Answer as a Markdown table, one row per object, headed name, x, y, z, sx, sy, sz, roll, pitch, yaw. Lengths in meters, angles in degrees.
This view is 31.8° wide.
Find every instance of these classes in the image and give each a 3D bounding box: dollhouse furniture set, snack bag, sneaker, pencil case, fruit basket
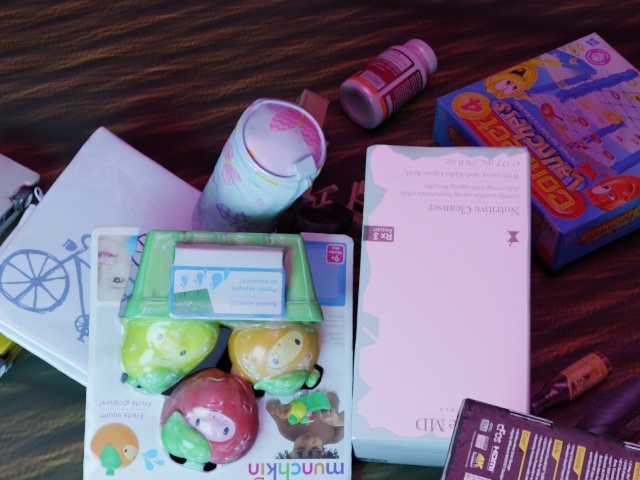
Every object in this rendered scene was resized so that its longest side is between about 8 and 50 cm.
| name | x | y | z | sx | sy | sz | roll | pitch | yaw |
| --- | --- | --- | --- | --- | --- | --- | --- | --- | --- |
| dollhouse furniture set | 0.006 | -0.094 | 1.636 | 0.161 | 0.101 | 0.181 | 26 | 54 | -16 |
| snack bag | -0.249 | 0.039 | 1.481 | 0.323 | 0.037 | 0.342 | 33 | 56 | -7 |
| sneaker | -0.002 | -0.001 | 1.499 | 0.051 | 0.089 | 0.170 | 34 | 19 | 17 |
| pencil case | -0.083 | -0.066 | 1.432 | 0.114 | 0.273 | 0.124 | -12 | 69 | -24 |
| fruit basket | -0.117 | 0.160 | 1.350 | 0.327 | 0.165 | 0.352 | 3 | 79 | -10 |

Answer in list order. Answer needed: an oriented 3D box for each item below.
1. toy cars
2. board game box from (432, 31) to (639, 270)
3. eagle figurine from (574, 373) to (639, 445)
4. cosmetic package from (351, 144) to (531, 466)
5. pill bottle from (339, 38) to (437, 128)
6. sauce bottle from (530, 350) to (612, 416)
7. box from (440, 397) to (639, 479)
| name | x | y | z | sx | sy | sz | roll | pitch | yaw |
| --- | --- | --- | --- | --- | --- | --- | --- | --- | --- |
| toy cars | -0.450 | 0.048 | 1.496 | 0.177 | 0.087 | 0.393 | -3 | 51 | -19 |
| board game box | 0.375 | -0.141 | 1.655 | 0.302 | 0.086 | 0.308 | -25 | 55 | -19 |
| eagle figurine | 0.474 | 0.215 | 1.372 | 0.225 | 0.298 | 0.226 | 20 | 26 | -19 |
| cosmetic package | 0.153 | 0.084 | 1.407 | 0.217 | 0.156 | 0.384 | 0 | 68 | 4 |
| pill bottle | 0.107 | -0.245 | 1.727 | 0.086 | 0.086 | 0.152 | 40 | 62 | 21 |
| sauce bottle | 0.323 | 0.190 | 1.470 | 0.128 | 0.042 | 0.042 | -30 | 62 | -19 |
| box | 0.218 | 0.337 | 1.074 | 0.257 | 0.079 | 0.322 | 15 | 64 | 7 |
